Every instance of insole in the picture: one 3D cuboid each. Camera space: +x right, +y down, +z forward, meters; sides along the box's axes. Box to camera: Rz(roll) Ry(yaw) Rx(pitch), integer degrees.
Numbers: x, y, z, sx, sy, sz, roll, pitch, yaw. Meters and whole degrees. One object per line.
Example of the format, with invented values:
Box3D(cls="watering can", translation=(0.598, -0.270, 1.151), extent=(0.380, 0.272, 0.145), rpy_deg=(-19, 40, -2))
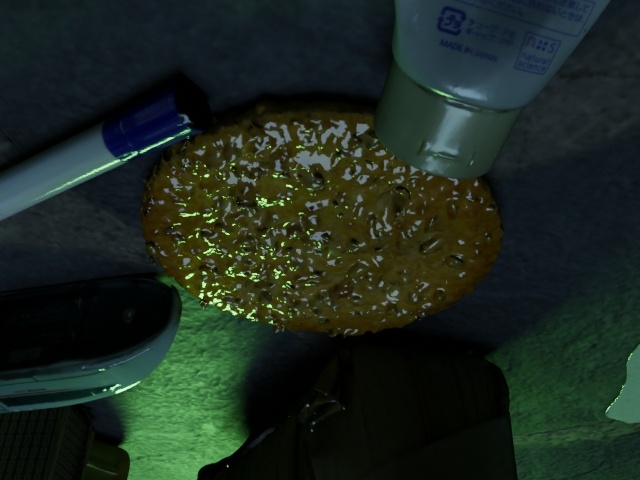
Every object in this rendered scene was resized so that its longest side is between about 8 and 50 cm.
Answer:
Box3D(cls="insole", translation=(0.300, 0.122, 0.741), extent=(0.065, 0.004, 0.197), rpy_deg=(0, 144, 5))

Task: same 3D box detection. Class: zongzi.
Box3D(cls="zongzi", translation=(-0.005, 0.387, 0.743), extent=(0.218, 0.467, 0.500), rpy_deg=(15, 144, -24))

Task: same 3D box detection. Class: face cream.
Box3D(cls="face cream", translation=(0.091, -0.133, 0.369), extent=(0.114, 0.070, 0.224), rpy_deg=(10, 132, -10))

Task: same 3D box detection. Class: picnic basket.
Box3D(cls="picnic basket", translation=(-0.320, 0.218, 0.833), extent=(0.164, 0.115, 0.079), rpy_deg=(-2, 146, 8))

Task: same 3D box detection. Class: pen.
Box3D(cls="pen", translation=(-0.181, -0.039, 0.535), extent=(0.269, 0.033, 0.033), rpy_deg=(-19, 139, 29))

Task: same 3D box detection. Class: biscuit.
Box3D(cls="biscuit", translation=(0.000, 0.000, 0.571), extent=(0.254, 0.035, 0.254), rpy_deg=(2, 144, 1))

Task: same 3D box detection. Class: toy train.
Box3D(cls="toy train", translation=(-0.287, 0.104, 0.695), extent=(0.407, 0.086, 0.088), rpy_deg=(-8, 142, 16))

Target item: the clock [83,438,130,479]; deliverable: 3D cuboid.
Box3D(cls="clock", translation=(-0.291, 0.322, 0.901), extent=(0.096, 0.202, 0.143), rpy_deg=(30, 138, -31))
